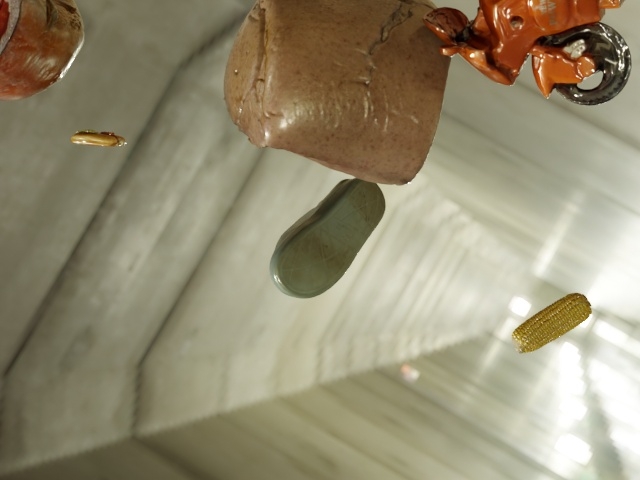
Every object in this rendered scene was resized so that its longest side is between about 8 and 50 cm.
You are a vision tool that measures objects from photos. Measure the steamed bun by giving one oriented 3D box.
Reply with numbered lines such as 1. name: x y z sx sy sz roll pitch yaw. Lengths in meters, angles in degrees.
1. steamed bun: 0.030 -0.207 1.900 0.301 0.251 0.199 -102 34 -63

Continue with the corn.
1. corn: 0.245 0.088 1.778 0.092 0.037 0.037 -31 -9 -2

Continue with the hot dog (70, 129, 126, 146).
1. hot dog: -0.287 -0.132 2.155 0.037 0.083 0.021 -9 -76 -58

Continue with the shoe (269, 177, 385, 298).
1. shoe: 0.000 0.000 1.971 0.195 0.079 0.078 -48 16 -31

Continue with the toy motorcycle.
1. toy motorcycle: 0.213 -0.299 1.767 0.148 0.221 0.325 -48 -45 -63

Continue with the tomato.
1. tomato: -0.366 -0.264 2.023 0.181 0.214 0.155 -42 -38 23
